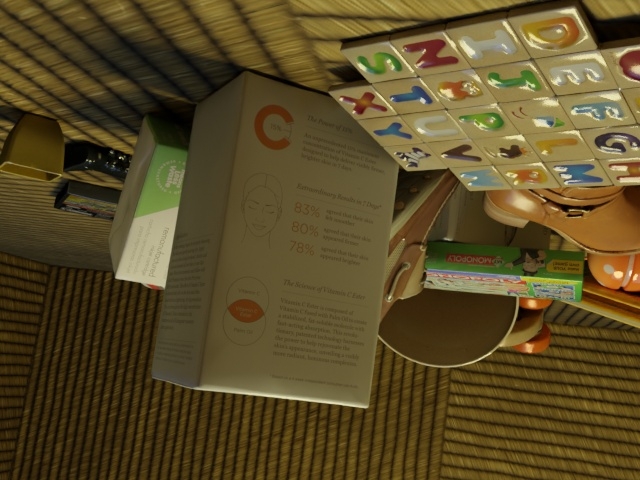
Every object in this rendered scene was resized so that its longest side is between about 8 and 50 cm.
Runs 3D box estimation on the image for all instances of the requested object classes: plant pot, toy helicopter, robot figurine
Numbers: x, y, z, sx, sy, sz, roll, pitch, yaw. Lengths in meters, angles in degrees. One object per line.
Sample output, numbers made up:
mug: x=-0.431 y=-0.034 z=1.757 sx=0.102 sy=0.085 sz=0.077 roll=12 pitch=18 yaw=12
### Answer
plant pot: x=-0.425 y=-0.140 z=1.135 sx=0.082 sy=0.083 sz=0.081 roll=12 pitch=170 yaw=-31
toy helicopter: x=0.305 y=0.111 z=1.597 sx=0.235 sy=0.140 sz=0.355 roll=-15 pitch=-148 yaw=-15
robot figurine: x=0.523 y=0.023 z=1.214 sx=0.220 sy=0.128 sz=0.158 roll=6 pitch=-165 yaw=9
plant pot: x=0.233 y=0.065 z=1.417 sx=0.284 sy=0.284 sz=0.191 roll=4 pitch=-161 yaw=20

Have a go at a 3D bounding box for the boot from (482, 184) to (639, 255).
boot: x=0.352 y=-0.065 z=0.959 sx=0.284 sy=0.109 sz=0.220 roll=14 pitch=167 yaw=5

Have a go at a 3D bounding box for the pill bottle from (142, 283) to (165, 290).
pill bottle: x=-0.141 y=0.001 z=1.372 sx=0.363 sy=0.210 sz=0.210 roll=5 pitch=171 yaw=16

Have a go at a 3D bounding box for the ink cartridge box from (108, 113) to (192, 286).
ink cartridge box: x=-0.101 y=-0.027 z=1.102 sx=0.354 sy=0.207 sz=0.119 roll=12 pitch=-159 yaw=-26

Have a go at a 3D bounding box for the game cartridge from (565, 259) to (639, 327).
game cartridge: x=0.576 y=0.081 z=1.363 sx=0.324 sy=0.052 sz=0.285 roll=-6 pitch=-166 yaw=-30

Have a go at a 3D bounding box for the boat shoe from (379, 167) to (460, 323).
boat shoe: x=0.091 y=0.027 z=1.076 sx=0.116 sy=0.324 sz=0.123 roll=35 pitch=-169 yaw=-21

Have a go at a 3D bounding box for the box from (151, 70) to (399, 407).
box: x=-0.051 y=0.009 z=0.914 sx=0.215 sy=0.345 sz=0.168 roll=13 pitch=170 yaw=-27

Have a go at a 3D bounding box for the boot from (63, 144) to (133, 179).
boot: x=-0.379 y=-0.131 z=1.292 sx=0.121 sy=0.045 sz=0.099 roll=-1 pitch=171 yaw=40

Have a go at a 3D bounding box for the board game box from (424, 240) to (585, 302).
board game box: x=0.241 y=0.046 z=1.188 sx=0.318 sy=0.046 sz=0.213 roll=4 pitch=170 yaw=20

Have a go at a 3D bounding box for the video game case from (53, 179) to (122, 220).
video game case: x=-0.445 y=-0.073 z=1.727 sx=0.275 sy=0.035 sz=0.248 roll=13 pitch=170 yaw=-24

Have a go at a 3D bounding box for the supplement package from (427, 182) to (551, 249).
supplement package: x=0.252 y=-0.030 z=1.181 sx=0.179 sy=0.105 sz=0.105 roll=10 pitch=170 yaw=-19

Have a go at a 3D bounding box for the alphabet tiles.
alphabet tiles: x=0.188 y=-0.122 z=0.753 sx=0.343 sy=0.011 sz=0.285 roll=0 pitch=154 yaw=39
